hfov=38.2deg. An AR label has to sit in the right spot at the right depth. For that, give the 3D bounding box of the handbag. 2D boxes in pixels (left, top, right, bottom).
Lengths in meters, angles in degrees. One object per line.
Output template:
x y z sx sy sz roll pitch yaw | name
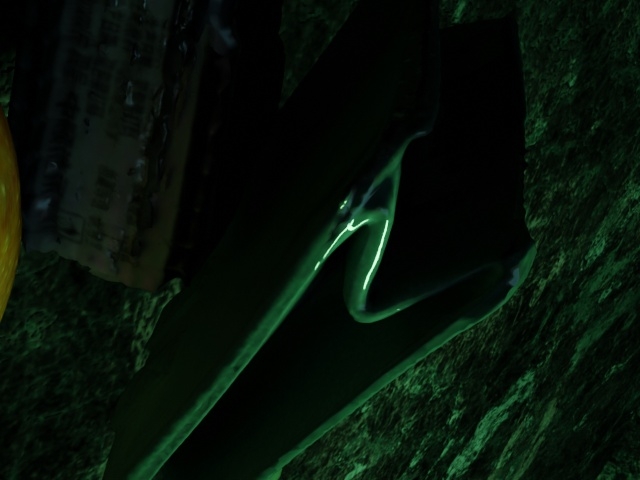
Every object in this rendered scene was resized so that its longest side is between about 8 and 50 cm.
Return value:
0.005 0.001 0.489 0.274 0.100 0.268 -49 -163 33 | handbag

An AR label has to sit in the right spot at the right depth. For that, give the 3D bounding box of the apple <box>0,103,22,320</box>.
-0.235 -0.014 0.353 0.206 0.251 0.272 -34 165 -29 | apple

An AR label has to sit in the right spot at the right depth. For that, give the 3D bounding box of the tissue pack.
-0.059 -0.164 0.484 0.245 0.123 0.332 -71 179 -64 | tissue pack

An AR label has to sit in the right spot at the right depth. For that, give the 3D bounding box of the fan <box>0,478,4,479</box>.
-0.310 0.273 0.760 0.335 0.011 0.229 1 121 -52 | fan
